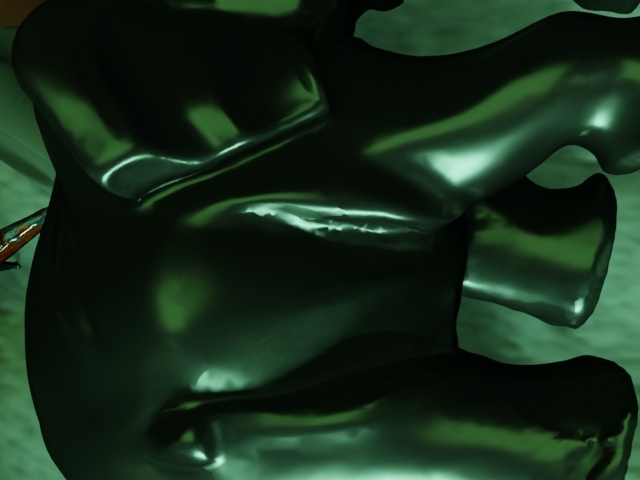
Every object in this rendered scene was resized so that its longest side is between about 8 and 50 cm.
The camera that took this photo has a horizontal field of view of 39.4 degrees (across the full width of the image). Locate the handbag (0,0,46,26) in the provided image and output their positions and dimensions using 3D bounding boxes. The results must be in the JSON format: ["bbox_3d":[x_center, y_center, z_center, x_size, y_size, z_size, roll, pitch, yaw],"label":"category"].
[{"bbox_3d":[-0.113,-0.213,0.487,0.127,0.063,0.190,-1,73,7],"label":"handbag"}]

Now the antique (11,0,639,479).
[{"bbox_3d":[0.000,0.000,0.378,0.255,0.185,0.322,14,93,7],"label":"antique"}]

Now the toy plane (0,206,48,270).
[{"bbox_3d":[-0.219,0.033,0.510,0.189,0.061,0.130,-31,77,6],"label":"toy plane"}]

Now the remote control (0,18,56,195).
[{"bbox_3d":[-0.213,-0.127,0.525,0.313,0.055,0.109,33,94,16],"label":"remote control"}]
